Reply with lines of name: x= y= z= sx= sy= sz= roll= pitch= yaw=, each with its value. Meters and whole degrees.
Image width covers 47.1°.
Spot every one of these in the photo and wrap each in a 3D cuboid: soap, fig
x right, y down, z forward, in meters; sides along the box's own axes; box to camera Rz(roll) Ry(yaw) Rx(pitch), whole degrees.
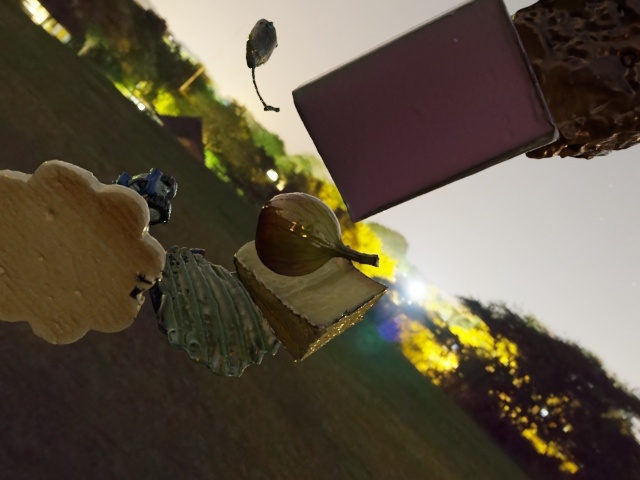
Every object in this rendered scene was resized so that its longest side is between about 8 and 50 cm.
soap: x=0.118 y=-0.151 z=0.847 sx=0.181 sy=0.259 sz=0.081 roll=62 pitch=21 yaw=-12
fig: x=-0.002 y=-0.012 z=1.292 sx=0.160 sy=0.230 sz=0.143 roll=59 pitch=32 yaw=-44

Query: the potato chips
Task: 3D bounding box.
potato chips: x=-0.245 y=0.166 z=1.866 sx=0.373 sy=0.097 sz=0.389 roll=19 pitch=36 yaw=-16

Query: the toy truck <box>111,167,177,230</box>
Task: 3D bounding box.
toy truck: x=-0.414 y=-0.071 z=1.575 sx=0.126 sy=0.208 sz=0.113 roll=41 pitch=29 yaw=-27

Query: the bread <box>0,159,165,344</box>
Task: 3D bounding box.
bread: x=-0.393 y=0.021 z=1.121 sx=0.316 sy=0.316 sz=0.054 roll=46 pitch=16 yaw=-18

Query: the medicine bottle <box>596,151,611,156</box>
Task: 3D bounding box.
medicine bottle: x=0.721 y=-0.343 z=1.972 sx=0.139 sy=0.225 sz=0.139 roll=4 pitch=0 yaw=0

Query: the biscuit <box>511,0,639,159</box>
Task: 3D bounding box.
biscuit: x=0.590 y=-0.350 z=1.466 sx=0.166 sy=0.395 sz=0.343 roll=16 pitch=66 yaw=-57

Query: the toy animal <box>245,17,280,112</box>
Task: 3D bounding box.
toy animal: x=-0.143 y=-0.431 z=1.775 sx=0.070 sy=0.079 sz=0.253 roll=53 pitch=34 yaw=-66

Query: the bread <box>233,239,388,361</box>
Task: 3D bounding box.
bread: x=-0.026 y=0.082 z=1.678 sx=0.315 sy=0.248 sz=0.279 roll=56 pitch=-27 yaw=3

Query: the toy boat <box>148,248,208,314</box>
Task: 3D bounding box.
toy boat: x=-0.337 y=0.136 z=2.082 sx=0.318 sy=0.219 sz=0.072 roll=13 pitch=-2 yaw=-41
